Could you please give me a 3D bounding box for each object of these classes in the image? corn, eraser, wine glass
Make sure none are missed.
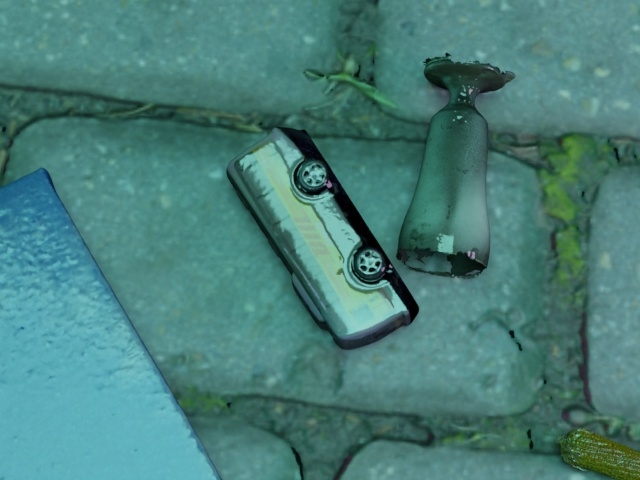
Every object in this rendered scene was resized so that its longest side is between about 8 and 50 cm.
[{"bbox_3d":[0.208,0.158,1.241,0.083,0.027,0.028,21,54,3],"label":"corn"},{"bbox_3d":[-0.184,0.112,1.232,0.144,0.042,0.311,-30,78,-10],"label":"eraser"},{"bbox_3d":[0.100,-0.055,1.277,0.072,0.072,0.155,8,74,0],"label":"wine glass"}]

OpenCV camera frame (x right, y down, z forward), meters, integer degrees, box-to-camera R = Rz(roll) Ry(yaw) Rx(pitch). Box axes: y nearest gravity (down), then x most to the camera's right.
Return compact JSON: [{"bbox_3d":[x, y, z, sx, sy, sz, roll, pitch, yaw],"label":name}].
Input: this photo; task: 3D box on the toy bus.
[{"bbox_3d":[0.000,0.000,1.265,0.072,0.057,0.172,-32,77,-4],"label":"toy bus"}]
